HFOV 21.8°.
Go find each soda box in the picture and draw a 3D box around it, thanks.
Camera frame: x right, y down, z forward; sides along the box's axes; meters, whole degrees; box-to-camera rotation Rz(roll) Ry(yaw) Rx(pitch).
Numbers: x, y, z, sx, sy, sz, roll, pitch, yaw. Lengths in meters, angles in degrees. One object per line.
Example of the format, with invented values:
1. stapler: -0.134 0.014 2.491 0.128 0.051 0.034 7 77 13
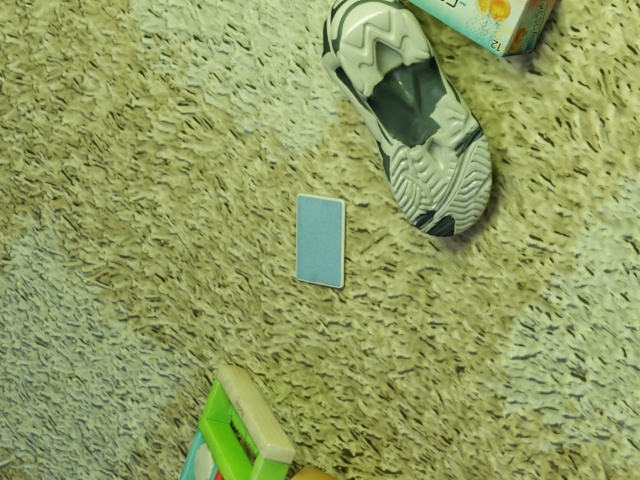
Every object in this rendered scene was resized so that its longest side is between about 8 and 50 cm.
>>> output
1. soda box: 0.105 -0.222 1.376 0.183 0.058 0.063 36 118 25

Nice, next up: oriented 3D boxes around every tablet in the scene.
1. tablet: 0.000 0.000 1.534 0.054 0.006 0.083 10 105 34

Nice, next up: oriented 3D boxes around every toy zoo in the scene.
1. toy zoo: -0.109 0.284 1.559 0.293 0.030 0.192 -70 21 11

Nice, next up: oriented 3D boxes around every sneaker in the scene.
1. sneaker: 0.068 -0.125 1.416 0.094 0.153 0.235 -30 122 8

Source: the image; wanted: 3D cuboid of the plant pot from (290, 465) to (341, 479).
1. plant pot: 0.030 0.333 1.484 0.188 0.205 0.205 23 114 13
